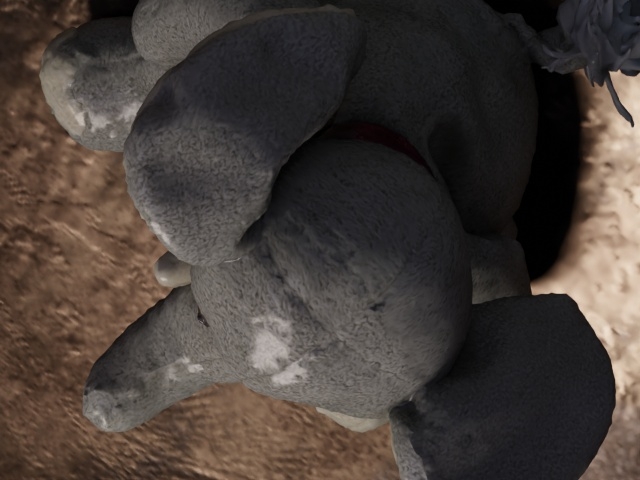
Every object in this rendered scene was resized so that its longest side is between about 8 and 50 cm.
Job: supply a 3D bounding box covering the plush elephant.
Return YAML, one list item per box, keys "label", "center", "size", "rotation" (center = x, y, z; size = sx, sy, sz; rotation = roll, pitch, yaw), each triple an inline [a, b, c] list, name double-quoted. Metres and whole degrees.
- label: "plush elephant"
  center: [0.000, 0.000, 0.818]
  size: [0.330, 0.255, 0.272]
  rotation: [-26, 106, 39]
